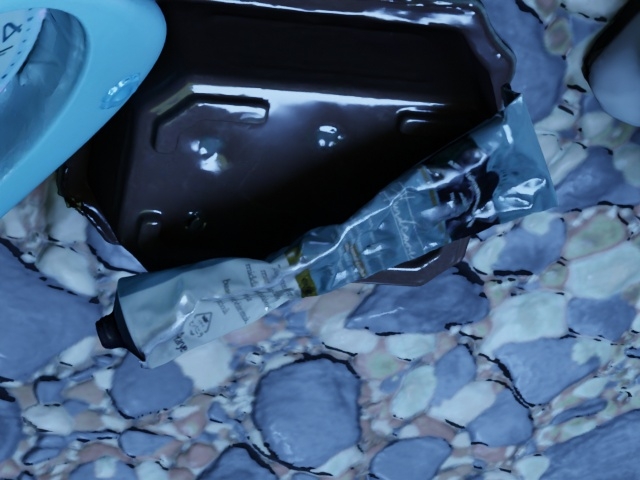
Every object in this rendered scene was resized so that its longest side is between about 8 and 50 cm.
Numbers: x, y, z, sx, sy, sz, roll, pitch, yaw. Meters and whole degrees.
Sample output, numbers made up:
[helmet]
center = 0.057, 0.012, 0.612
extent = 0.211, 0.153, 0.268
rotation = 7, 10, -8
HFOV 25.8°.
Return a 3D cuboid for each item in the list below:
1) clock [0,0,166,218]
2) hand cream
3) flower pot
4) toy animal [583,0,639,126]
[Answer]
[clock]
center = -0.188, -0.065, 0.571
extent = 0.223, 0.094, 0.274
rotation = -41, 169, 2
[hand cream]
center = 0.000, -0.001, 0.721
extent = 0.248, 0.052, 0.075
rotation = -25, 151, -2
[flower pot]
center = -0.010, -0.045, 0.759
extent = 0.251, 0.084, 0.178
rotation = 2, 126, -18
[toy animal]
center = 0.280, -0.017, 0.687
extent = 0.194, 0.357, 0.257
rotation = 12, 125, -19
